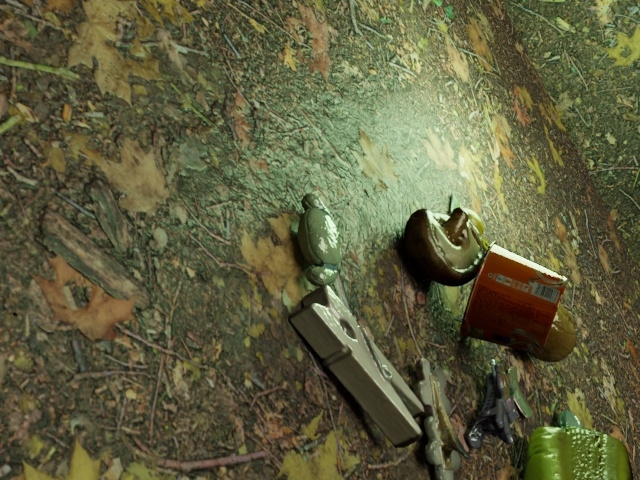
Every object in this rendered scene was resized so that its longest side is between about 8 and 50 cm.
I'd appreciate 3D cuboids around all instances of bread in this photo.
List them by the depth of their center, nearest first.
[{"bbox_3d":[0.589,0.610,1.793,0.376,0.251,0.208,-72,171,-47],"label":"bread"}]

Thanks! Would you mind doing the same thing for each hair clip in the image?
[{"bbox_3d":[0.073,0.237,1.450,0.331,0.085,0.101,50,34,-11],"label":"hair clip"},{"bbox_3d":[0.247,0.374,1.619,0.146,0.075,0.257,23,45,-48],"label":"hair clip"},{"bbox_3d":[0.417,0.387,1.822,0.137,0.090,0.278,64,33,-18],"label":"hair clip"},{"bbox_3d":[0.512,0.392,2.008,0.054,0.022,0.137,-11,79,-55],"label":"hair clip"}]

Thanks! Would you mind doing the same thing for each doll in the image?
[{"bbox_3d":[0.000,0.000,1.510,0.103,0.071,0.214,28,42,-41],"label":"doll"}]

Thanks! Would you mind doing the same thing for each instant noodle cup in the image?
[{"bbox_3d":[0.459,0.146,1.836,0.250,0.192,0.250,-55,157,-38],"label":"instant noodle cup"}]

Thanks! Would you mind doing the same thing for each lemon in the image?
[{"bbox_3d":[0.389,-0.038,2.064,0.111,0.082,0.082,47,37,-25],"label":"lemon"}]

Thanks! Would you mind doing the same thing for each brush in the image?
[{"bbox_3d":[0.418,-0.038,2.169,0.205,0.011,0.083,46,37,-28],"label":"brush"}]

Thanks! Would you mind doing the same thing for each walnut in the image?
[{"bbox_3d":[0.601,0.237,2.107,0.207,0.167,0.167,40,41,-30],"label":"walnut"}]

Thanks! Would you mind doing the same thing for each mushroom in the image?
[{"bbox_3d":[0.286,0.019,1.854,0.231,0.138,0.194,17,69,-35],"label":"mushroom"}]

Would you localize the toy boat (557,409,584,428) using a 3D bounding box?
[{"bbox_3d":[0.679,0.587,2.057,0.141,0.092,0.319,39,34,-32],"label":"toy boat"}]
